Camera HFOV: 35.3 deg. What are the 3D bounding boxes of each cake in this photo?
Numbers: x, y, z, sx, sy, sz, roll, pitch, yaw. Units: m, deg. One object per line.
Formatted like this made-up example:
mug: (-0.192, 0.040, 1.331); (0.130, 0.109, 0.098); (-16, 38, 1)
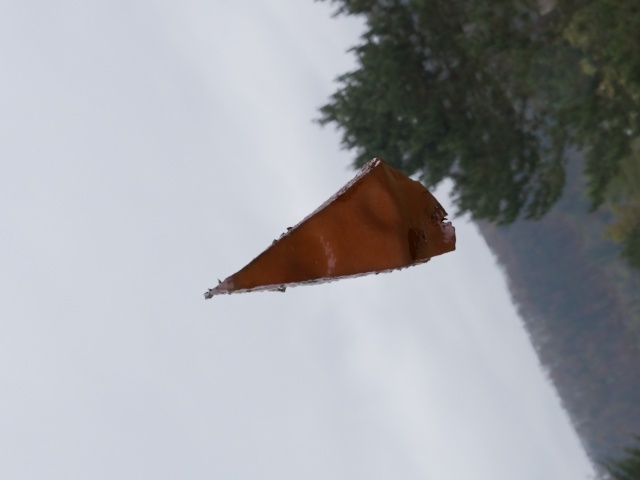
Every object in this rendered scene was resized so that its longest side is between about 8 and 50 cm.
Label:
cake: (-0.001, -0.001, 1.120); (0.098, 0.287, 0.135); (-126, 18, -80)
